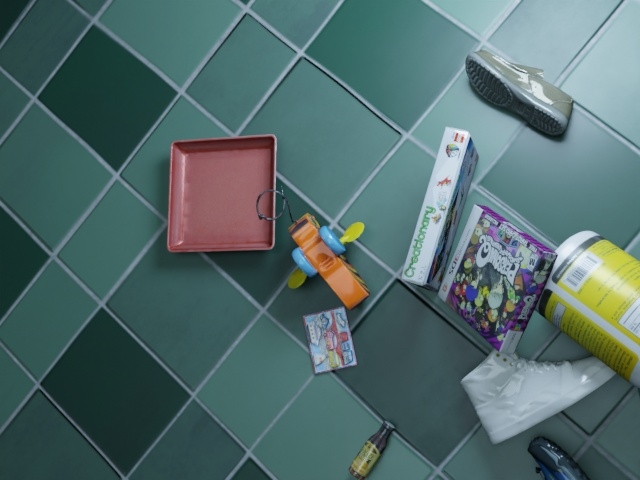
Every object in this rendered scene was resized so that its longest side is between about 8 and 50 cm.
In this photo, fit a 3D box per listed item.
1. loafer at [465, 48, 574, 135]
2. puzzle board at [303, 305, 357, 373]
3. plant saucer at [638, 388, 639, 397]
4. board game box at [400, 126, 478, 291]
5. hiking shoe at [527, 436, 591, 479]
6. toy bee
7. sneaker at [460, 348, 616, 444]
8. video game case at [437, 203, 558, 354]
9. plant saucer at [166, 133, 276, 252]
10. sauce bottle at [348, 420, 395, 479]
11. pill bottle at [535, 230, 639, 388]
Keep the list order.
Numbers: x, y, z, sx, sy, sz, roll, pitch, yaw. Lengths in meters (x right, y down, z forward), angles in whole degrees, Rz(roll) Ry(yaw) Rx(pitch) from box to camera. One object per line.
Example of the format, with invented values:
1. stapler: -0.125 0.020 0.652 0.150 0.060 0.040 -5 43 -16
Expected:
1. loafer: 0.409 -0.313 1.679 0.251 0.094 0.087 38 70 9
2. puzzle board: 0.019 0.213 1.756 0.096 0.011 0.128 -15 78 14
3. plant saucer: 0.635 0.259 1.562 0.067 0.018 0.192 -12 78 15
4. board game box: 0.241 -0.054 1.630 0.053 0.193 0.305 16 87 18
5. hiking shoe: 0.468 0.513 1.526 0.132 0.113 0.304 -37 74 8
6. toy bee: 0.000 0.000 1.735 0.195 0.162 0.298 -18 103 5
7. sneaker: 0.414 0.251 1.582 0.293 0.108 0.169 -32 78 12
8. video game case: 0.330 0.069 1.567 0.232 0.042 0.210 47 123 56
9. plant saucer: -0.216 -0.102 1.850 0.259 0.048 0.259 -2 83 16
10. sauce bottle: 0.107 0.429 1.685 0.042 0.042 0.128 32 92 18
11. pill bottle: 0.561 0.144 1.474 0.334 0.188 0.188 41 95 32
